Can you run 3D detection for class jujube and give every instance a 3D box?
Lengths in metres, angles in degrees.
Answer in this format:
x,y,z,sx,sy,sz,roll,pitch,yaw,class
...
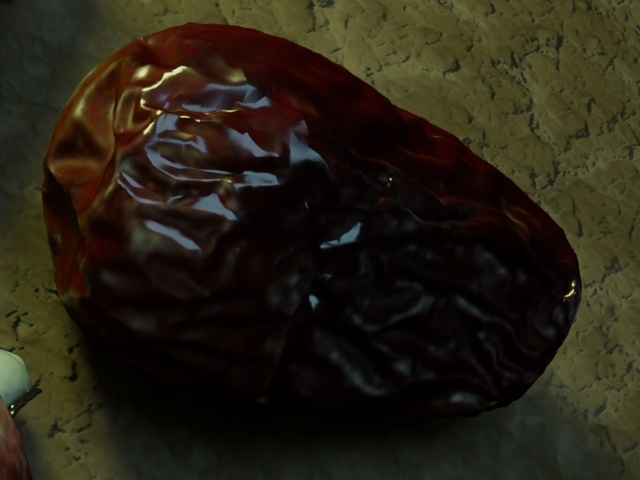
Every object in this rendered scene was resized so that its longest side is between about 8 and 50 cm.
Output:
x,y,z,sx,sy,sz,roll,pitch,yaw,class
0.000,0.000,1.068,0.342,0.216,0.216,18,50,-30,jujube

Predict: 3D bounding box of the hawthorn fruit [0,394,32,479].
x,y,z,sx,sy,sz,roll,pitch,yaw,class
-0.223,0.145,0.790,0.272,0.242,0.242,40,45,-7,hawthorn fruit

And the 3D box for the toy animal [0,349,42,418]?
x,y,z,sx,sy,sz,roll,pitch,yaw,class
-0.209,0.055,0.965,0.124,0.071,0.085,44,46,2,toy animal
